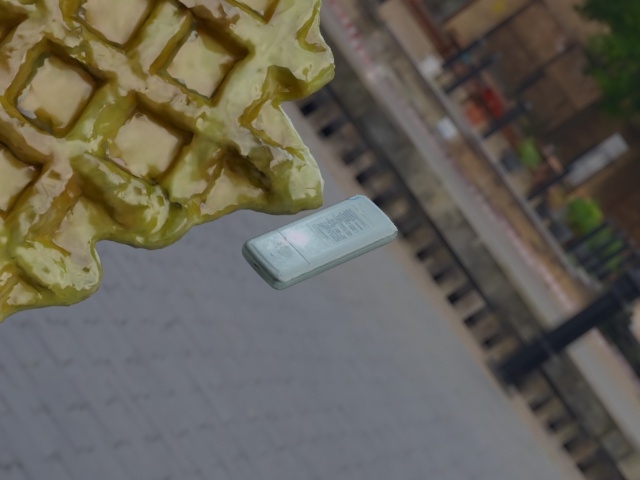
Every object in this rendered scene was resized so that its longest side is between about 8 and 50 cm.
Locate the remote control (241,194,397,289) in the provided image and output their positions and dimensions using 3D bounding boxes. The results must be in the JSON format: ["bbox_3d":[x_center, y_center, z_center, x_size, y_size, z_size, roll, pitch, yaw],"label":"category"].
[{"bbox_3d":[0.000,0.000,1.457,0.053,0.124,0.018,46,-38,28],"label":"remote control"}]

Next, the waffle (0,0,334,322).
[{"bbox_3d":[-0.115,-0.091,0.668,0.059,0.238,0.243,172,-91,-78],"label":"waffle"}]
